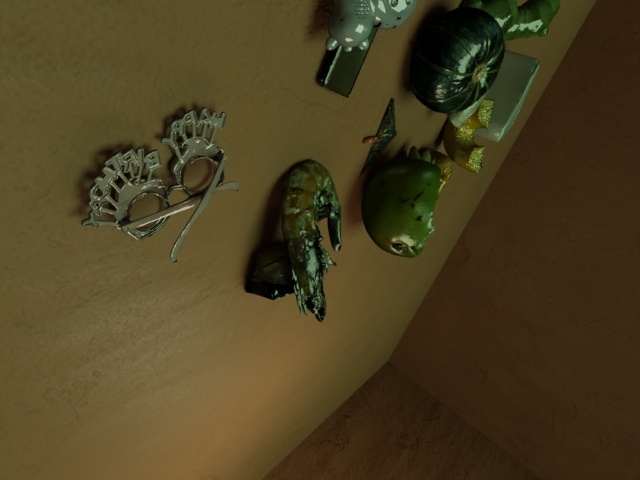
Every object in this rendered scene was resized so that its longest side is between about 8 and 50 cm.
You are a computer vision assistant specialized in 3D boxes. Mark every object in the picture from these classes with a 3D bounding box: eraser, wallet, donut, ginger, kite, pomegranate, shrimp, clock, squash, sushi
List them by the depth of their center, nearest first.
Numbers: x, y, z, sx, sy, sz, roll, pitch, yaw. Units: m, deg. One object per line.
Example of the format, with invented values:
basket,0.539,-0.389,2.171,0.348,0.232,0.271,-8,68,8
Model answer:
clock,0.086,-0.387,0.725,0.176,0.080,0.117,-17,128,-22
wallet,0.063,-0.379,0.817,0.110,0.031,0.198,-11,130,-58
shrimp,0.000,0.000,0.983,0.233,0.071,0.365,-30,115,-53
sushi,-0.055,0.049,1.052,0.273,0.134,0.109,-18,106,-41
squash,0.339,-0.444,1.073,0.252,0.165,0.252,-26,143,-21
ginger,0.509,-0.609,1.149,0.089,0.289,0.137,143,-55,-81
kite,0.164,-0.274,1.167,0.189,0.009,0.232,-24,141,-51
pomegranate,0.235,-0.127,1.276,0.310,0.216,0.359,77,22,-59
donut,0.370,-0.215,1.507,0.226,0.113,0.227,-41,150,-30
donut,0.506,-0.375,1.522,0.101,0.152,0.259,-3,103,-45
eraser,0.690,-0.546,1.620,0.331,0.150,0.331,-51,159,-28

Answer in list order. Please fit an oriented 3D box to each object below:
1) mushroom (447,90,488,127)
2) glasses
mushroom,0.463,-0.515,1.281,0.128,0.128,0.350,-15,127,-56
glasses,-0.210,-0.080,0.615,0.255,0.095,0.162,-46,146,-27
